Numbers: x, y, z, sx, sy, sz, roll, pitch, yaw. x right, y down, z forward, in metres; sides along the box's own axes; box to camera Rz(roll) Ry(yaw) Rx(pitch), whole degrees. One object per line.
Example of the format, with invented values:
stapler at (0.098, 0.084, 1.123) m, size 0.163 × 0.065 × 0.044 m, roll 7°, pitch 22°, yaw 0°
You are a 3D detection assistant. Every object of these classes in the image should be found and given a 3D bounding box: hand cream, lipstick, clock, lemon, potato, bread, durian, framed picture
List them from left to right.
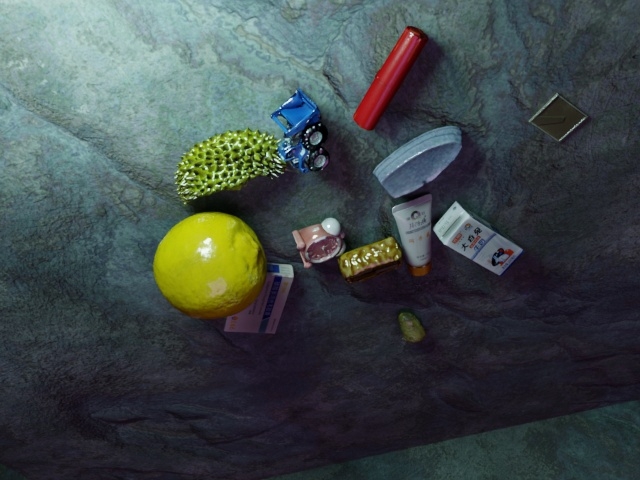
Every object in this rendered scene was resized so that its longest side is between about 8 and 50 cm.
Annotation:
lemon at (-0.329, 0.078, 1.578) m, size 0.347 × 0.348 × 0.348 m, roll -5°, pitch 136°, yaw -5°
durian at (-0.256, -0.208, 1.479) m, size 0.355 × 0.158 × 0.169 m, roll -16°, pitch 172°, yaw 6°
clock at (0.000, 0.000, 1.730) m, size 0.162 × 0.093 × 0.166 m, roll -20°, pitch 140°, yaw -3°
bread at (0.173, 0.069, 1.788) m, size 0.222 × 0.096 × 0.181 m, roll -20°, pitch 165°, yaw 9°
lipstick at (0.176, -0.413, 1.350) m, size 0.073 × 0.073 × 0.280 m, roll 15°, pitch 130°, yaw -24°
potato at (0.373, 0.356, 2.159) m, size 0.105 × 0.085 × 0.188 m, roll -7°, pitch 137°, yaw 29°
hand cream at (0.327, -0.019, 1.775) m, size 0.139 × 0.089 × 0.314 m, roll -23°, pitch 129°, yaw -4°
framed picture at (0.699, -0.357, 1.543) m, size 0.149 × 0.011 × 0.109 m, roll 22°, pitch 127°, yaw -28°

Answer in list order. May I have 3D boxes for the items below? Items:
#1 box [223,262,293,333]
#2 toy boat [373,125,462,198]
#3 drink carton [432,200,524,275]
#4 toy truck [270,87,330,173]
box at (-0.232, 0.213, 1.912) m, size 0.200 × 0.065 × 0.343 m, roll 6°, pitch 134°, yaw -15°
toy boat at (0.294, -0.236, 1.546) m, size 0.283 × 0.078 × 0.127 m, roll -32°, pitch 129°, yaw 22°
drink carton at (0.539, -0.003, 1.794) m, size 0.314 × 0.107 × 0.131 m, roll 26°, pitch 111°, yaw -30°
toy truck at (-0.056, -0.282, 1.391) m, size 0.126 × 0.113 × 0.208 m, roll -22°, pitch 135°, yaw -16°
